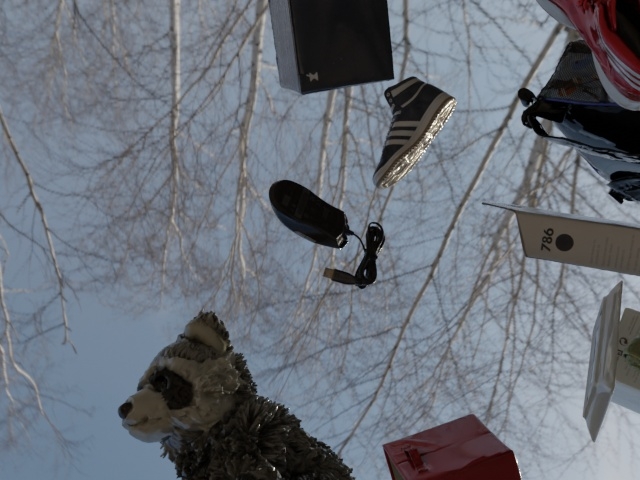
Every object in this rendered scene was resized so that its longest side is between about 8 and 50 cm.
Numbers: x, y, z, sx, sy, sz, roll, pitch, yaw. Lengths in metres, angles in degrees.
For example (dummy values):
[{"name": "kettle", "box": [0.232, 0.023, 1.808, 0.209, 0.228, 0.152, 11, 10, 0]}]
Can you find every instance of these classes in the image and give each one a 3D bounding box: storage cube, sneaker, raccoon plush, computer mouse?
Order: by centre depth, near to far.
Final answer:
[{"name": "sneaker", "box": [0.259, -0.233, 0.626, 0.087, 0.128, 0.221, -35, -105, 11]}, {"name": "raccoon plush", "box": [-0.056, 0.284, 0.918, 0.446, 0.216, 0.299, 30, -149, -41]}, {"name": "storage cube", "box": [0.246, 0.454, 1.237, 0.193, 0.183, 0.215, -17, -81, -8]}, {"name": "computer mouse", "box": [0.000, 0.000, 1.332, 0.262, 0.060, 0.184, 25, -133, -17]}, {"name": "sneaker", "box": [0.190, -0.271, 1.686, 0.153, 0.099, 0.282, 43, -79, 25]}]

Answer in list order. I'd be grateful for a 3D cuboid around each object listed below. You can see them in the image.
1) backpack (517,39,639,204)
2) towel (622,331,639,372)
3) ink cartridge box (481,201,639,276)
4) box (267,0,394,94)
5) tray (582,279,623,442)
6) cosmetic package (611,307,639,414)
[{"name": "backpack", "box": [0.445, -0.157, 0.865, 0.276, 0.263, 0.213, 27, -84, -33]}, {"name": "towel", "box": [0.485, 0.154, 0.893, 0.148, 0.027, 0.110, 34, -108, 23]}, {"name": "ink cartridge box", "box": [0.383, 0.005, 0.871, 0.333, 0.165, 0.065, 13, -81, 31]}, {"name": "box", "box": [0.003, -0.229, 0.665, 0.093, 0.158, 0.156, -9, -74, -7]}, {"name": "tray", "box": [0.493, 0.203, 1.199, 0.030, 0.145, 0.270, 13, -138, 17]}, {"name": "cosmetic package", "box": [0.647, 0.251, 1.337, 0.151, 0.183, 0.151, 21, -107, 33]}]
